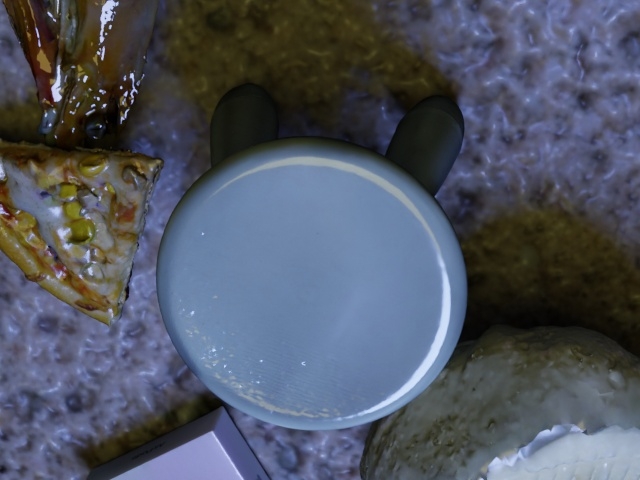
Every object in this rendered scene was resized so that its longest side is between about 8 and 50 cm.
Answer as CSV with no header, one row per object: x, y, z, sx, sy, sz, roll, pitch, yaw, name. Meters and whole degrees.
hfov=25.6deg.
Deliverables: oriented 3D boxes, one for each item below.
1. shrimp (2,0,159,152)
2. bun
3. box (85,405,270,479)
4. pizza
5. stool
-0.178,-0.184,0.986,0.154,0.062,0.294,11,109,16,shrimp
0.151,0.152,1.005,0.259,0.152,0.259,-8,140,-7,bun
-0.102,0.218,1.122,0.130,0.051,0.129,-27,105,15,box
-0.172,-0.012,1.027,0.176,0.036,0.185,-13,122,33,pizza
0.000,0.000,0.955,0.195,0.199,0.195,3,111,4,stool
